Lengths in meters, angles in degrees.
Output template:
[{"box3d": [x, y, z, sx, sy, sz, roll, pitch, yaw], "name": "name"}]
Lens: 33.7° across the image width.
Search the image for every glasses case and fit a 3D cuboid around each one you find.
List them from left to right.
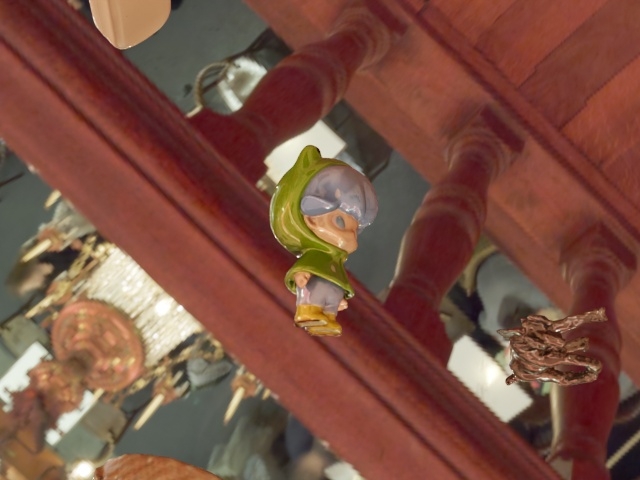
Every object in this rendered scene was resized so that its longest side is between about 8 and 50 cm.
[{"box3d": [-0.198, -0.269, 1.084, 0.050, 0.083, 0.196, 46, 161, 11], "name": "glasses case"}]

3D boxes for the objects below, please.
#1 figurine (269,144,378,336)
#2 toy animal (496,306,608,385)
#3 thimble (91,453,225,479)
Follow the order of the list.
[{"box3d": [0.000, 0.000, 1.493, 0.143, 0.162, 0.263, -9, 66, 32], "name": "figurine"}, {"box3d": [0.314, 0.148, 1.473, 0.148, 0.085, 0.233, 4, 159, 5], "name": "toy animal"}, {"box3d": [-0.165, 0.333, 1.093, 0.229, 0.148, 0.196, 23, 133, 12], "name": "thimble"}]
